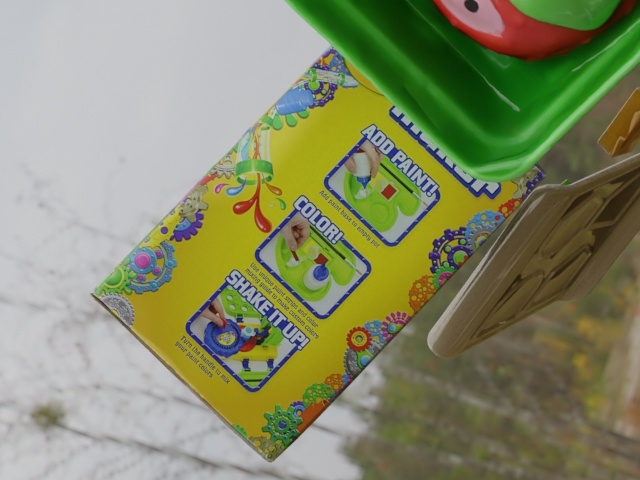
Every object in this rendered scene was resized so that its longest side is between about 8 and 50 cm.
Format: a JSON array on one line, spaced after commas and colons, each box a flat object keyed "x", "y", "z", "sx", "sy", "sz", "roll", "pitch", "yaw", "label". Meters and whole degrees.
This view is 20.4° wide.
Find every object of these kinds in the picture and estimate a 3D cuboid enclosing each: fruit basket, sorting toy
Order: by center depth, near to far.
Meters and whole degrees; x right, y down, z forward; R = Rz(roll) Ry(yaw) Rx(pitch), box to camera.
[{"x": 0.052, "y": -0.224, "z": 0.991, "sx": 0.283, "sy": 0.392, "sz": 0.392, "roll": -45, "pitch": 9, "yaw": 31, "label": "fruit basket"}, {"x": 0.230, "y": -0.032, "z": 1.547, "sx": 0.229, "sy": 0.041, "sz": 0.307, "roll": -17, "pitch": -32, "yaw": -47, "label": "sorting toy"}]

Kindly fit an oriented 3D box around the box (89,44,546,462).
[{"x": 0.000, "y": 0.000, "z": 1.349, "sx": 0.279, "sy": 0.177, "sz": 0.290, "roll": -47, "pitch": -2, "yaw": -1, "label": "box"}]
